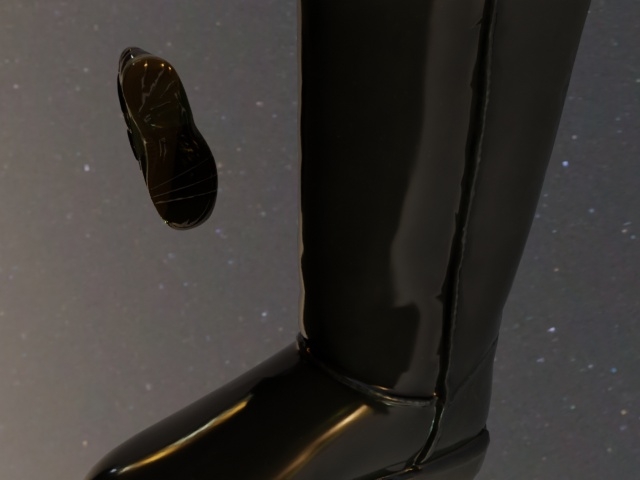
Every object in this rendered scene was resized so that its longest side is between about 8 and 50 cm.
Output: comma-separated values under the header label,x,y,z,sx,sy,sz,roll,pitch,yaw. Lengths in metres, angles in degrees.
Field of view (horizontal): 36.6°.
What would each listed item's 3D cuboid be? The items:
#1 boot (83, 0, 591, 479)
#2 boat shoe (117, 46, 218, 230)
label,x,y,z,sx,sy,sz,roll,pitch,yaw
boot,0.001,-0.001,0.656,0.146,0.367,0.445,37,-51,42
boat shoe,-0.114,-0.077,0.724,0.049,0.056,0.152,-123,-160,-48
